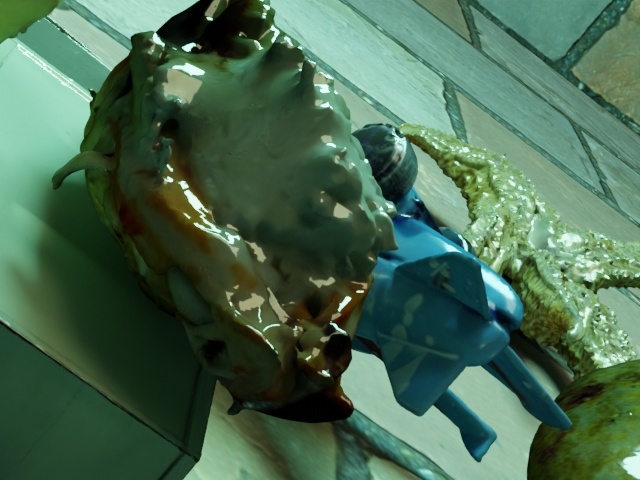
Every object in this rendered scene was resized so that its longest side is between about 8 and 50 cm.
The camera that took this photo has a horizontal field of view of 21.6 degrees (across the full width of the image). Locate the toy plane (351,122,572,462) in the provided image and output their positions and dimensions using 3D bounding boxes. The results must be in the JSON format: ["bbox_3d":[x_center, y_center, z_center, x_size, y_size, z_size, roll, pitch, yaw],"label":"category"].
[{"bbox_3d":[0.000,0.000,0.792,0.271,0.105,0.254,35,-16,46],"label":"toy plane"}]

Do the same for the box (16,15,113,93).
[{"bbox_3d":[-0.132,-0.057,0.790,0.122,0.069,0.084,38,15,-3],"label":"box"}]

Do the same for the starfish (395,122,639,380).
[{"bbox_3d":[0.162,0.041,1.156,0.301,0.084,0.293,35,20,-4],"label":"starfish"}]

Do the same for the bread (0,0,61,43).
[{"bbox_3d":[-0.217,-0.142,0.501,0.264,0.163,0.167,26,40,-51],"label":"bread"}]

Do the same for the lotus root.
[{"bbox_3d":[0.157,0.130,0.819,0.123,0.124,0.241,10,15,12],"label":"lotus root"}]

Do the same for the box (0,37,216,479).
[{"bbox_3d":[-0.107,0.020,0.608,0.129,0.086,0.225,37,16,-10],"label":"box"}]

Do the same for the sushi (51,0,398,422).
[{"bbox_3d":[-0.035,-0.029,0.568,0.097,0.103,0.226,32,11,-29],"label":"sushi"}]
